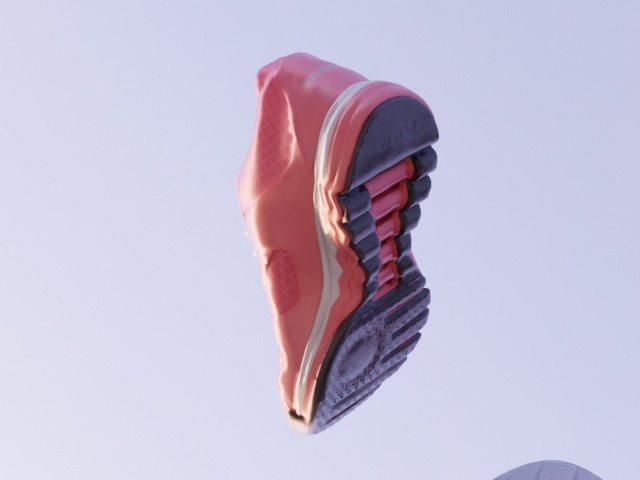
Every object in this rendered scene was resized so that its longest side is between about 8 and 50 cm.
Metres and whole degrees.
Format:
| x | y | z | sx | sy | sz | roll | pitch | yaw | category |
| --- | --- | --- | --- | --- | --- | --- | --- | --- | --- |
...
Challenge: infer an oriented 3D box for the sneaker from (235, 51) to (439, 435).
| x | y | z | sx | sy | sz | roll | pitch | yaw | category |
| --- | --- | --- | --- | --- | --- | --- | --- | --- | --- |
| 0.000 | -0.001 | 1.201 | 0.136 | 0.116 | 0.314 | 35 | -45 | 32 | sneaker |

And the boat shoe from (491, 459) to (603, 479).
| x | y | z | sx | sy | sz | roll | pitch | yaw | category |
| --- | --- | --- | --- | --- | --- | --- | --- | --- | --- |
| 0.103 | 0.289 | 1.104 | 0.121 | 0.335 | 0.119 | 20 | -43 | 20 | boat shoe |
